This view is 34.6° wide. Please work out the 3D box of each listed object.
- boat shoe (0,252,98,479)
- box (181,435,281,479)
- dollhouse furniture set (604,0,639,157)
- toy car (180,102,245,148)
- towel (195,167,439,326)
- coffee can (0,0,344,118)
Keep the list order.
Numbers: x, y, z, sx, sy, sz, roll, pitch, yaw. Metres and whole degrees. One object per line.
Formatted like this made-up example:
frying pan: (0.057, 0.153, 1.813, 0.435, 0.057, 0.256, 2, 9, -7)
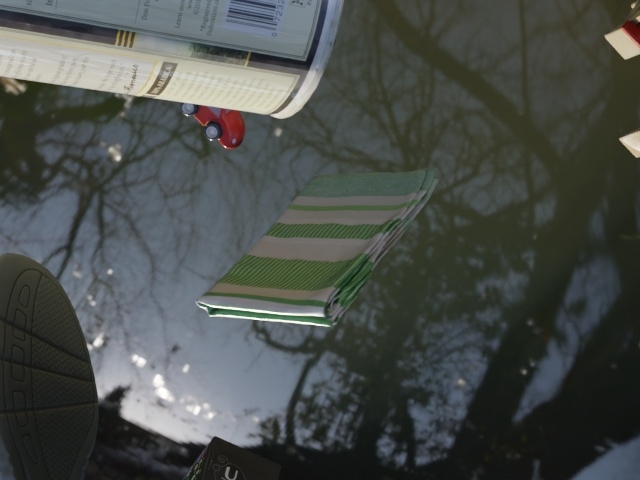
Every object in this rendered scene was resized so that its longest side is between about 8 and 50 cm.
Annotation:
boat shoe: (-0.221, 0.164, 0.695, 0.103, 0.320, 0.118, -14, 160, 19)
box: (-0.079, 0.207, 0.811, 0.062, 0.052, 0.083, 27, 126, -12)
dollhouse furniture set: (0.547, -0.245, 1.483, 0.259, 0.262, 0.135, 44, 168, -8)
toy car: (-0.197, -0.223, 1.215, 0.053, 0.239, 0.225, -45, 148, 23)
towel: (0.000, 0.000, 1.443, 0.248, 0.325, 0.038, 0, 127, 39)
coffee can: (-0.143, -0.210, 0.795, 0.275, 0.201, 0.201, 6, 151, -24)
